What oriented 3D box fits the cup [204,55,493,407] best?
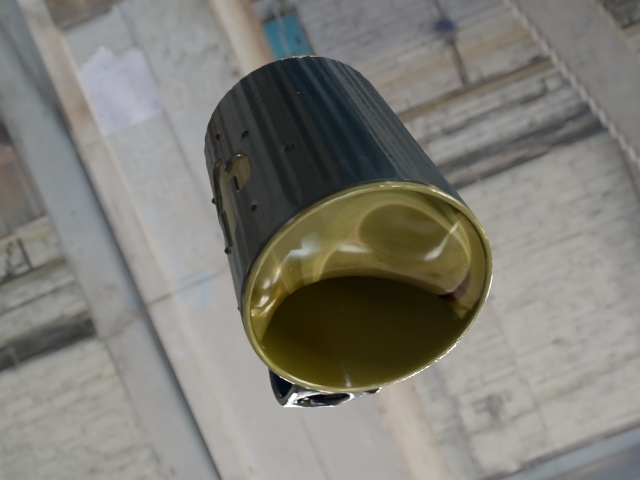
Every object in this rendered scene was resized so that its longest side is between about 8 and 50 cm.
[{"bbox_3d":[0.000,0.000,0.804,0.131,0.176,0.155,4,-145,-21],"label":"cup"}]
